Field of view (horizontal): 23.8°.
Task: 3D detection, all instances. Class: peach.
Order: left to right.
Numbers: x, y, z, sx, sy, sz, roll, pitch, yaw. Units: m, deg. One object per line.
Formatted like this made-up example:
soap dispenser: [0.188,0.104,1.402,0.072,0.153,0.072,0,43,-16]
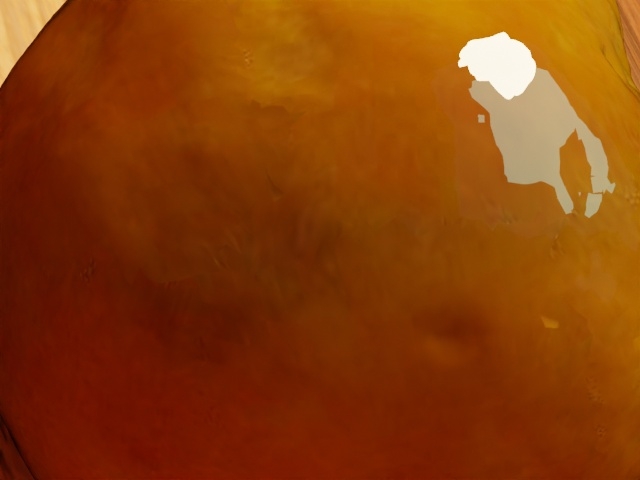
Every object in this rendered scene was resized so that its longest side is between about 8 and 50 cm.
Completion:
peach: [0.000,0.000,0.691,0.343,0.302,0.342,-12,90,-82]
